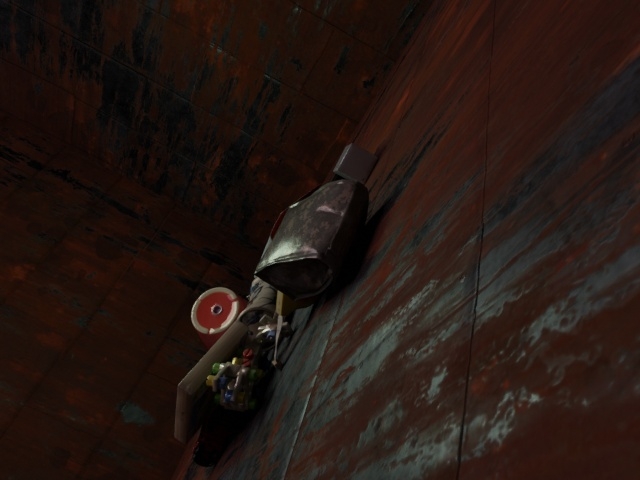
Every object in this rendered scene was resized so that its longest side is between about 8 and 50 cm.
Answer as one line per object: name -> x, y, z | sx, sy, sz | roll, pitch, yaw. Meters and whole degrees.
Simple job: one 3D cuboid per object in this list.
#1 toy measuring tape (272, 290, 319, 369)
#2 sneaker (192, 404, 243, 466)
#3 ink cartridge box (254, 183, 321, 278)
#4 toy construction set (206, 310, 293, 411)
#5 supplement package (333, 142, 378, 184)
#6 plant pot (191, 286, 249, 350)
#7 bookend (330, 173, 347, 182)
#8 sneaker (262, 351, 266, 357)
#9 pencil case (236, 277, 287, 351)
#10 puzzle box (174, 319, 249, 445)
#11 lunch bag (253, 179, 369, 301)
toy measuring tape -> -0.063, 0.191, 1.432 | 0.121, 0.122, 0.329 | -166, 82, -84
sneaker -> -0.327, 0.596, 1.680 | 0.276, 0.098, 0.135 | -61, 8, 18
ink cartridge box -> -0.108, -0.019, 2.135 | 0.308, 0.091, 0.385 | -42, -15, -48
toy construction set -> -0.204, 0.351, 1.486 | 0.327, 0.151, 0.215 | -53, -31, -44
supplement package -> 0.117, -0.260, 1.775 | 0.105, 0.105, 0.179 | -61, 7, 4
plant pot -> -0.369, 0.322, 2.037 | 0.274, 0.275, 0.243 | -65, -24, -25
bookend -> 0.074, -0.203, 2.031 | 0.157, 0.072, 0.156 | -60, 7, 11
sneaker -> -0.234, 0.421, 1.840 | 0.190, 0.071, 0.082 | -71, 5, -56
pencil case -> -0.199, 0.247, 1.856 | 0.183, 0.160, 0.410 | -41, 10, 10
puzzle box -> -0.346, 0.454, 1.629 | 0.272, 0.052, 0.408 | -50, -13, -40
lunch bag -> 0.000, 0.000, 1.262 | 0.287, 0.169, 0.235 | -26, 33, 56
